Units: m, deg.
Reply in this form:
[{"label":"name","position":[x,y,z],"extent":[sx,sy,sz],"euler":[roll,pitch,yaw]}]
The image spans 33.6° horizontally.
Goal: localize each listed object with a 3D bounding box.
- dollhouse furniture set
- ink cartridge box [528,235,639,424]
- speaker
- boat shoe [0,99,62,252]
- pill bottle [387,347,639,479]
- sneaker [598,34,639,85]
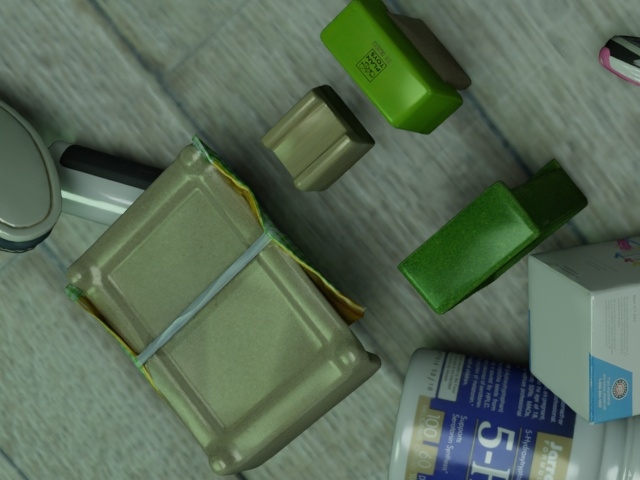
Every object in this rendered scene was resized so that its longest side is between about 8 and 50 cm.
[{"label":"dollhouse furniture set","position":[0.000,0.000,0.754],"extent":[0.301,0.151,0.198],"euler":[-42,82,23]},{"label":"ink cartridge box","position":[0.224,0.053,0.714],"extent":[0.143,0.090,0.092],"euler":[-8,107,-14]},{"label":"speaker","position":[-0.144,-0.033,0.813],"extent":[0.136,0.055,0.055],"euler":[16,109,8]},{"label":"boat shoe","position":[-0.286,-0.071,0.794],"extent":[0.254,0.095,0.079],"euler":[41,130,18]},{"label":"pill bottle","position":[0.149,0.148,0.769],"extent":[0.186,0.112,0.112],"euler":[10,108,10]},{"label":"sneaker","position":[0.268,-0.127,0.685],"extent":[0.170,0.063,0.075],"euler":[7,108,6]}]
